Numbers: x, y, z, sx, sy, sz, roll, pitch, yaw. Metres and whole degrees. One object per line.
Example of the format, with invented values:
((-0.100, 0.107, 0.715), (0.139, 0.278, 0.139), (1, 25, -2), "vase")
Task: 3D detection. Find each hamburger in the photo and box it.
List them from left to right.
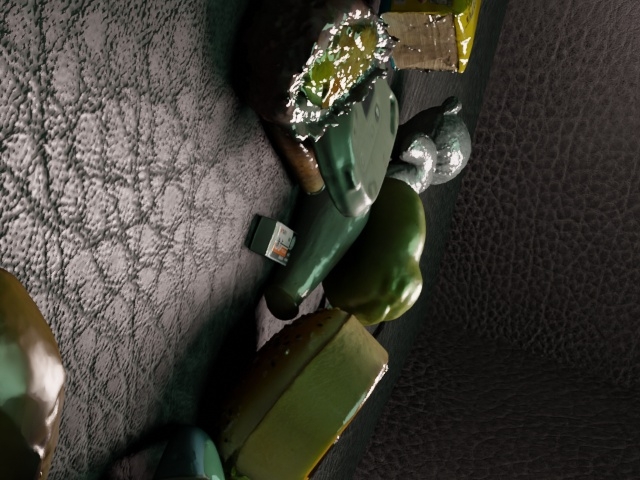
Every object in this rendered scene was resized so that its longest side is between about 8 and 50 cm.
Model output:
((-0.034, 0.230, 1.253), (0.300, 0.176, 0.300), (-51, 171, -11), "hamburger")

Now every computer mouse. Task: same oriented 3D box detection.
((0.037, -0.170, 1.149), (0.331, 0.095, 0.197), (-70, 145, -51), "computer mouse")

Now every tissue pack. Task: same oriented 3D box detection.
((0.177, -0.408, 1.275), (0.192, 0.133, 0.271), (56, 42, -72), "tissue pack")

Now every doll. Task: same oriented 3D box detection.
((0.155, -0.154, 1.676), (0.340, 0.158, 0.246), (-33, 157, -20), "doll")

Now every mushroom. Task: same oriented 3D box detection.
((0.000, 0.000, 1.304), (0.270, 0.103, 0.118), (-64, 167, -4), "mushroom")

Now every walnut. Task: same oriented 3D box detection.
((-0.220, 0.108, 0.516), (0.137, 0.137, 0.245), (-54, 159, -51), "walnut")

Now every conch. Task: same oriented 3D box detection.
((-0.118, 0.355, 1.364), (0.089, 0.074, 0.121), (-49, 152, -33), "conch")

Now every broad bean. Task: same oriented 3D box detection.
((0.084, 0.015, 1.401), (0.238, 0.119, 0.291), (-54, -152, 24), "broad bean")

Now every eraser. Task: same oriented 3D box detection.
((-0.064, 0.001, 1.194), (0.122, 0.029, 0.052), (34, 75, -76), "eraser")

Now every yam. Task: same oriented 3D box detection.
((-0.030, -0.120, 1.128), (0.264, 0.046, 0.046), (64, 46, -72), "yam")

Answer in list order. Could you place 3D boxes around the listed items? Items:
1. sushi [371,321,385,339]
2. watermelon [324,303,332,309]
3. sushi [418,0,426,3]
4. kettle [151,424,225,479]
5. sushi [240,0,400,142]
((0.018, 0.283, 1.813), (0.339, 0.068, 0.320), (-56, 175, 5), "sushi")
((0.020, 0.178, 1.703), (0.101, 0.080, 0.155), (-58, 152, -80), "watermelon")
((0.077, -0.407, 0.901), (0.236, 0.170, 0.270), (80, 30, -64), "sushi")
((-0.146, 0.383, 1.037), (0.342, 0.247, 0.320), (91, -5, -72), "kettle")
((0.004, -0.228, 0.952), (0.241, 0.107, 0.161), (-44, 156, -33), "sushi")
